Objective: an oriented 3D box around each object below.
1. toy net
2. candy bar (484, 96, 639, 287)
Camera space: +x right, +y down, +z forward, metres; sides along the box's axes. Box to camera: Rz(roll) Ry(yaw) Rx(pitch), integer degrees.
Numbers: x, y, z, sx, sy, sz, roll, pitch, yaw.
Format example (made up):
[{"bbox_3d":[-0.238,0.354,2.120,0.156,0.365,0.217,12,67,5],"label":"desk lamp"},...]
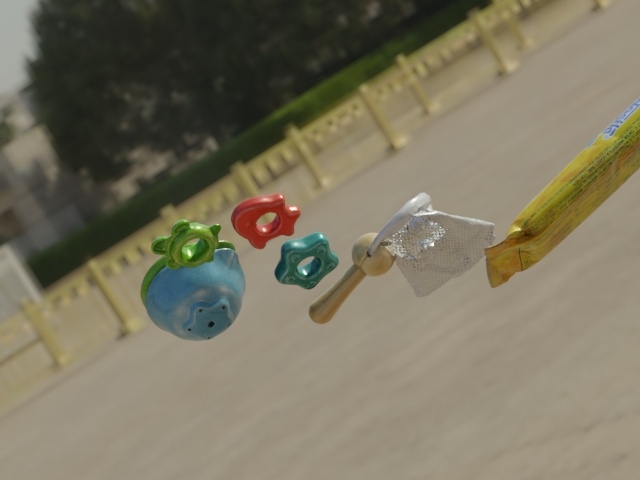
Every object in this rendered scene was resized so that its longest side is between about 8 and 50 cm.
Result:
[{"bbox_3d":[0.000,0.000,1.223,0.232,0.122,0.045,-14,43,-16],"label":"toy net"},{"bbox_3d":[0.131,-0.039,0.845,0.161,0.018,0.040,-43,-26,-15],"label":"candy bar"}]
